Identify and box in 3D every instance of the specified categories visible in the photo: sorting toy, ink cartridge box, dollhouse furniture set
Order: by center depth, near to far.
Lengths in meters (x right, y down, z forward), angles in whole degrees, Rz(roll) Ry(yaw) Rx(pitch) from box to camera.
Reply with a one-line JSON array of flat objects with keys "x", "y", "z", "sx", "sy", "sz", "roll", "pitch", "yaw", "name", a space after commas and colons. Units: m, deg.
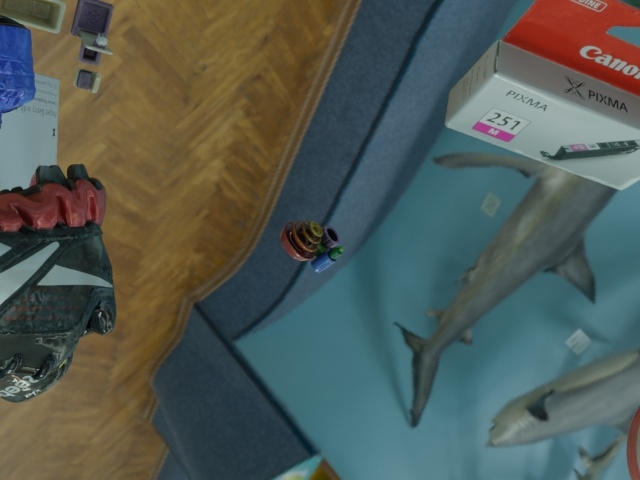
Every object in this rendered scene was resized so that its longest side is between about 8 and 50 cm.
[{"x": -0.260, "y": -0.193, "z": 0.739, "sx": 0.114, "sy": 0.081, "sz": 0.091, "roll": 10, "pitch": 112, "yaw": -30, "name": "dollhouse furniture set"}, {"x": 0.000, "y": 0.000, "z": 0.853, "sx": 0.042, "sy": 0.061, "sz": 0.102, "roll": -35, "pitch": 164, "yaw": 27, "name": "sorting toy"}, {"x": 0.326, "y": -0.170, "z": 0.907, "sx": 0.239, "sy": 0.275, "sz": 0.060, "roll": 133, "pitch": -28, "yaw": -63, "name": "ink cartridge box"}]

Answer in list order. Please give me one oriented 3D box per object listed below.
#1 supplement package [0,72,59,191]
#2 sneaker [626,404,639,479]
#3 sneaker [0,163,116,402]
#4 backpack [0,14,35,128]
[{"x": -0.474, "y": -0.086, "z": 1.022, "sx": 0.177, "sy": 0.175, "sz": 0.293, "roll": -24, "pitch": 118, "yaw": -79, "name": "supplement package"}, {"x": 0.269, "y": 0.015, "z": 0.362, "sx": 0.314, "sy": 0.116, "sz": 0.136, "roll": -56, "pitch": 162, "yaw": -9, "name": "sneaker"}, {"x": -0.206, "y": 0.037, "z": 0.417, "sx": 0.098, "sy": 0.135, "sz": 0.276, "roll": -15, "pitch": -177, "yaw": 24, "name": "sneaker"}, {"x": -0.285, "y": -0.126, "z": 0.585, "sx": 0.120, "sy": 0.098, "sz": 0.101, "roll": -23, "pitch": 116, "yaw": -57, "name": "backpack"}]
